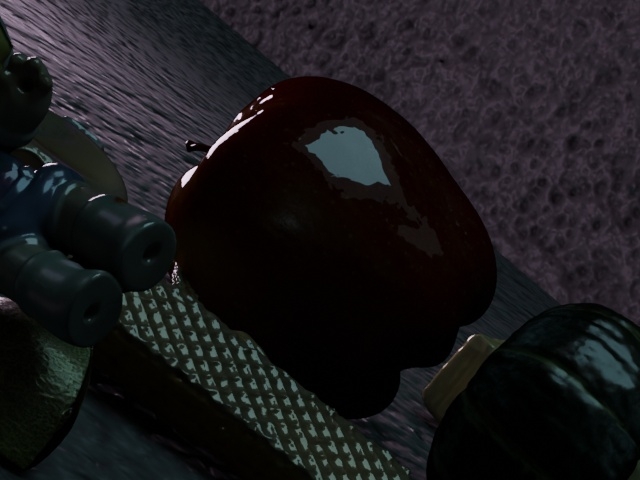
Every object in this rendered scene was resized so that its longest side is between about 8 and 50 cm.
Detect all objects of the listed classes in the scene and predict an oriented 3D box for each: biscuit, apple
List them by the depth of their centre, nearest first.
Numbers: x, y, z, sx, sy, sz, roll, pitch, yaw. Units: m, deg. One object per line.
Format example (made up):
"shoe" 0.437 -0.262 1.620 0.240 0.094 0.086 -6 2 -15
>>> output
"biscuit" -0.079 0.116 1.437 0.378 0.054 0.094 39 33 -5
"apple" 0.000 0.000 1.761 0.317 0.288 0.288 46 10 2

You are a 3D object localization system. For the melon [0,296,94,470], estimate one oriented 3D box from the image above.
"melon" -0.215 0.073 1.239 0.128 0.079 0.160 33 11 -23

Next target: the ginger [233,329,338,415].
"ginger" -0.025 0.142 1.561 0.173 0.051 0.069 52 23 -39

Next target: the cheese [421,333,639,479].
"cheese" 0.271 0.224 2.044 0.242 0.124 0.265 46 13 31

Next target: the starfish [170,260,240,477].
"starfish" -0.137 0.070 1.540 0.231 0.048 0.295 35 21 -29

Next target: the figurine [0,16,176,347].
"figurine" -0.266 -0.041 1.261 0.382 0.224 0.205 50 -10 34

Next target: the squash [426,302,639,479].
"squash" 0.206 0.175 1.694 0.165 0.252 0.252 38 10 13

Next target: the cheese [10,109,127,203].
"cheese" -0.249 -0.070 1.735 0.163 0.082 0.286 39 13 -10
